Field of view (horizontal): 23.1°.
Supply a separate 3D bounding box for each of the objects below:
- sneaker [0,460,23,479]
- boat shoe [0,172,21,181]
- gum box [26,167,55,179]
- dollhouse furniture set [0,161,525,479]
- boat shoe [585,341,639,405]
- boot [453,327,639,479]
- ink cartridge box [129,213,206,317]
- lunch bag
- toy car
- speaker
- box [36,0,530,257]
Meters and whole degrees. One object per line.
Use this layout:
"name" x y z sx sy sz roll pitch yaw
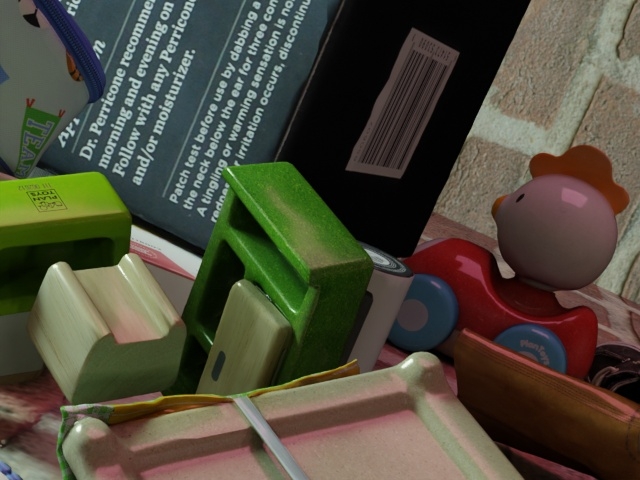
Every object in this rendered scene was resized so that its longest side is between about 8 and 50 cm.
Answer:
"sneaker" -0.173 0.081 0.575 0.135 0.052 0.058 24 11 6
"boat shoe" -0.275 -0.030 0.866 0.335 0.112 0.095 29 -27 5
"gum box" -0.210 -0.062 1.421 0.188 0.062 0.107 30 10 39
"dollhouse furniture set" -0.041 0.117 0.693 0.197 0.151 0.301 -8 44 -36
"boat shoe" 0.298 0.146 1.491 0.070 0.077 0.219 22 9 -23
"boot" 0.224 0.119 1.063 0.280 0.096 0.264 27 -17 19
"ink cartridge box" -0.109 0.030 1.071 0.115 0.067 0.198 22 7 -13
"lunch bag" -0.280 -0.150 0.929 0.303 0.115 0.243 20 -25 40
"toy car" 0.192 0.011 1.492 0.210 0.238 0.219 25 7 12
"speaker" 0.002 0.069 0.878 0.055 0.136 0.055 22 12 -5
"box" -0.129 -0.205 1.291 0.472 0.297 0.480 27 8 17
